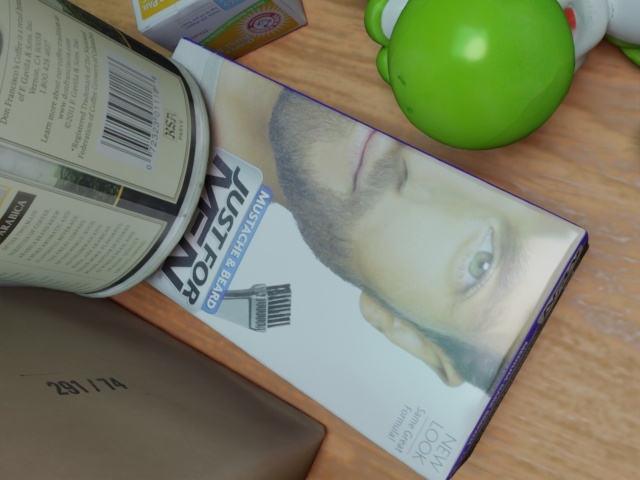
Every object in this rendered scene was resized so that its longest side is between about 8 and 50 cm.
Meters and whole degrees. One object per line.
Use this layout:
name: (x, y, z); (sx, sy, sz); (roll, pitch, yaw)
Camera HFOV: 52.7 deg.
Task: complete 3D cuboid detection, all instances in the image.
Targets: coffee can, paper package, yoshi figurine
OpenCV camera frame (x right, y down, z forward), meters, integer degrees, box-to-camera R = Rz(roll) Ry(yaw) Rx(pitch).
coffee can: (-0.236, -0.080, 0.400); (0.201, 0.275, 0.201); (-10, 72, 33)
paper package: (-0.203, 0.158, 0.445); (0.309, 0.325, 0.168); (26, 96, 23)
yoshi figurine: (0.190, -0.133, 0.378); (0.362, 0.203, 0.203); (-8, 88, 26)

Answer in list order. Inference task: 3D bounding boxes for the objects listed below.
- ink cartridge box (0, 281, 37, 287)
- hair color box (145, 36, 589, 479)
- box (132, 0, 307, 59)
ink cartridge box: (-0.350, -0.037, 0.557); (0.117, 0.278, 0.201); (-41, 71, 18)
hair color box: (0.000, 0.000, 0.492); (0.339, 0.110, 0.185); (30, 96, 22)
box: (-0.102, -0.272, 0.564); (0.114, 0.103, 0.203); (-18, 78, 22)
